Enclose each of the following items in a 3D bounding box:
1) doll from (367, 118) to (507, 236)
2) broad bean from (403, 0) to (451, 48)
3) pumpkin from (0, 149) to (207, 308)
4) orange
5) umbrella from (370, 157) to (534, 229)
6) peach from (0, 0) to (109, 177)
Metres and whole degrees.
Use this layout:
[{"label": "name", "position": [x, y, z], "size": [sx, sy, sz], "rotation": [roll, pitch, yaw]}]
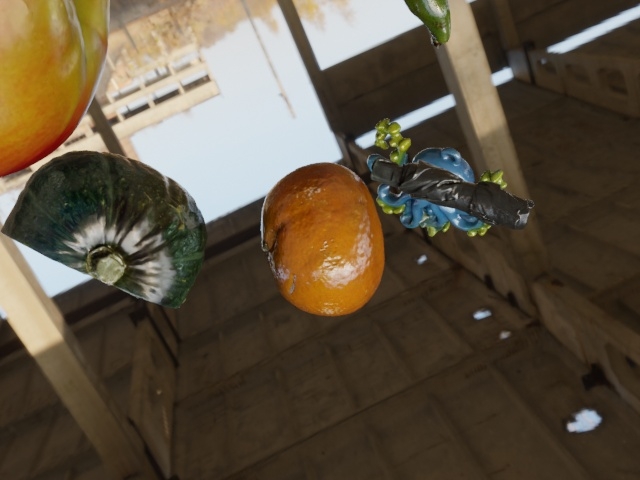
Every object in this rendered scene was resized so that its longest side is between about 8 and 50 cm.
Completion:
[{"label": "doll", "position": [0.247, -0.117, 1.560], "size": [0.099, 0.346, 0.341], "rotation": [-48, 168, -31]}, {"label": "broad bean", "position": [0.090, -0.288, 0.702], "size": [0.046, 0.195, 0.061], "rotation": [-35, -159, -6]}, {"label": "pumpkin", "position": [-0.314, -0.033, 1.043], "size": [0.263, 0.292, 0.197], "rotation": [15, -99, 63]}, {"label": "orange", "position": [0.000, 0.000, 0.962], "size": [0.170, 0.224, 0.224], "rotation": [-11, -159, -5]}, {"label": "umbrella", "position": [0.183, -0.073, 0.950], "size": [0.235, 0.059, 0.066], "rotation": [20, -171, 13]}, {"label": "peach", "position": [-0.404, -0.238, 0.641], "size": [0.388, 0.388, 0.388], "rotation": [-21, -158, 9]}]
